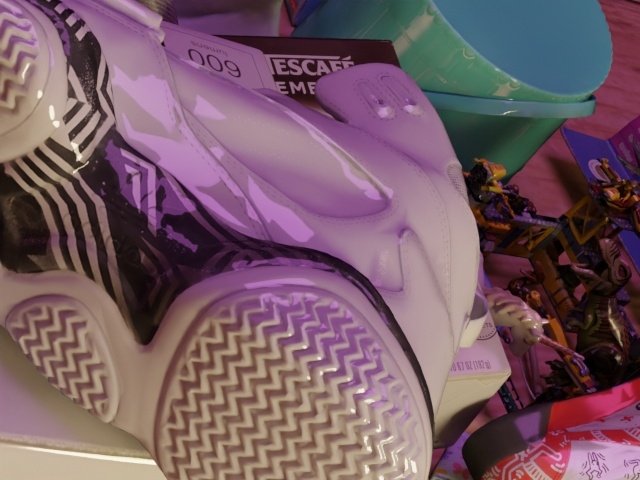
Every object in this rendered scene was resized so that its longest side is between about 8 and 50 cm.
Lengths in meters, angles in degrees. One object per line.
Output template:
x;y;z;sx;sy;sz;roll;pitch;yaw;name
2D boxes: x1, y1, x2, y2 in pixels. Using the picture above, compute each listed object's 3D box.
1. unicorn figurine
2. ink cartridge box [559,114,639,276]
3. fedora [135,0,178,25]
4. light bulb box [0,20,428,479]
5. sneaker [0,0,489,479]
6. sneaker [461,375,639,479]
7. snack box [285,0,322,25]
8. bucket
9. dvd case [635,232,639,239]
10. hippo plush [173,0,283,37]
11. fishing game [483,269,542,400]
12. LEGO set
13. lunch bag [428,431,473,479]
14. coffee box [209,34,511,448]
0.112;0.051;1.049;0.060;0.111;0.162;11;46;-41;unicorn figurine
0.449;0.000;1.464;0.330;0.071;0.324;14;39;-33;ink cartridge box
-0.253;-0.159;1.006;0.275;0.244;0.124;27;-1;-37;fedora
-0.186;0.041;0.757;0.358;0.225;0.361;12;39;-31;light bulb box
-0.071;-0.038;0.634;0.366;0.137;0.210;43;33;2;sneaker
0.244;0.165;0.950;0.270;0.090;0.145;-15;64;-17;sneaker
0.102;-0.270;1.555;0.322;0.060;0.187;15;38;-27;snack box
0.129;-0.180;1.306;0.281;0.183;0.281;20;49;-24;bucket
0.440;0.054;1.474;0.179;0.029;0.239;11;40;-33;dvd case
-0.097;-0.243;1.182;0.234;0.236;0.294;11;40;-32;hippo plush
0.080;0.039;1.166;0.264;0.041;0.189;27;34;-25;fishing game
0.247;0.039;1.134;0.255;0.192;0.331;15;43;-37;LEGO set
0.117;0.190;0.996;0.083;0.053;0.071;28;30;7;lunch bag
0.000;0.000;0.995;0.168;0.119;0.297;-3;57;-23;coffee box
